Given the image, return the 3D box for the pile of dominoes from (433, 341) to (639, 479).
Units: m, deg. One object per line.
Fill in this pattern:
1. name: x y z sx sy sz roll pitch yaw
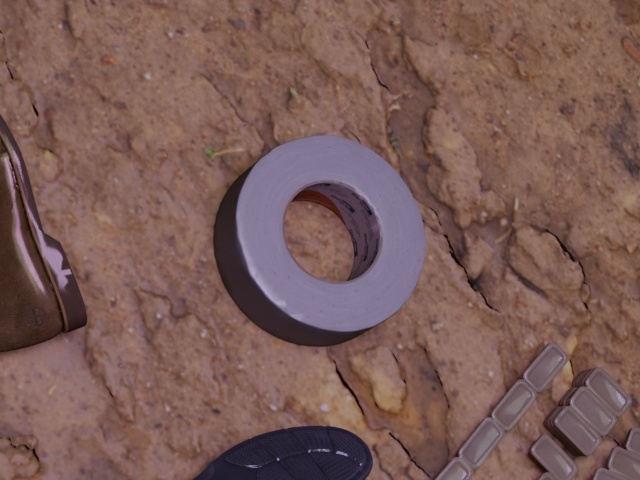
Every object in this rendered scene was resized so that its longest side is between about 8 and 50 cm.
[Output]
1. pile of dominoes: 0.252 0.255 2.120 0.196 0.040 0.251 45 71 -6

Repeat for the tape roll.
1. tape roll: 0.000 0.000 2.054 0.219 0.072 0.219 7 71 -22

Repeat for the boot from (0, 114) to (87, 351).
1. boot: -0.343 -0.035 1.903 0.115 0.112 0.305 -23 86 -17

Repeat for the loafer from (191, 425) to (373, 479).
1. loafer: -0.084 0.278 1.938 0.302 0.095 0.109 -21 53 -32
